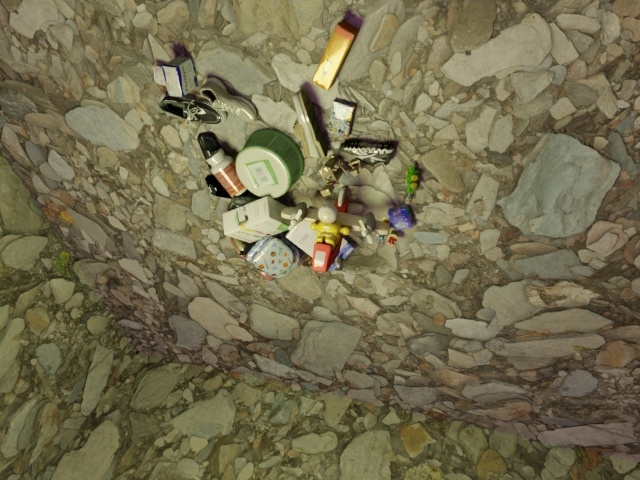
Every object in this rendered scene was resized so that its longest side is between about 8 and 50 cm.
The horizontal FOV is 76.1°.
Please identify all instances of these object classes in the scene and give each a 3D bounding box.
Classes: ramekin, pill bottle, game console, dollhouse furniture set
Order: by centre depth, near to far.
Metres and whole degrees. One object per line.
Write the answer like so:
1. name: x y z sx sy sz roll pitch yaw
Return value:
1. dollhouse furniture set: 0.082 -0.297 1.754 0.160 0.182 0.101 -14 122 32
2. ramekin: -0.240 -0.341 1.879 0.303 0.148 0.304 12 132 14
3. pill bottle: -0.440 -0.323 1.949 0.121 0.121 0.216 -17 121 34
4. game console: -0.502 -0.365 2.047 0.213 0.044 0.362 1 129 21

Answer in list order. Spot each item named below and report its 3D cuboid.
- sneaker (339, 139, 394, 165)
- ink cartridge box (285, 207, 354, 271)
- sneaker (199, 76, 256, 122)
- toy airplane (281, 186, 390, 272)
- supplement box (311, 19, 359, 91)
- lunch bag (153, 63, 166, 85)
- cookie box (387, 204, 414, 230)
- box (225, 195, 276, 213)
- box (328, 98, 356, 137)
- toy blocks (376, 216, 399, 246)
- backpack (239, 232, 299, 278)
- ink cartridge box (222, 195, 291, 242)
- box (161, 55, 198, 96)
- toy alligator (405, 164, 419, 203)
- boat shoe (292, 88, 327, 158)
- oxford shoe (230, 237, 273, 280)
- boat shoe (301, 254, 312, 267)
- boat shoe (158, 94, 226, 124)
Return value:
1. sneaker: 0.192 -0.361 1.725 0.234 0.078 0.106 8 129 15
2. ink cartridge box: 0.000 0.000 2.086 0.311 0.065 0.186 39 106 -9
3. sneaker: -0.403 -0.582 1.759 0.262 0.121 0.099 33 134 -7
4. toy airplane: 0.059 -0.088 1.819 0.385 0.385 0.272 -29 150 -6
5. supplement box: 0.052 -0.678 1.512 0.078 0.080 0.233 31 132 -3
6. lunch bag: -0.693 -0.729 1.806 0.071 0.053 0.083 16 124 7
7. cookie box: 0.373 -0.105 1.894 0.091 0.040 0.107 -9 125 30
8. box: -0.349 -0.158 2.047 0.220 0.051 0.175 1 159 -26
9. box: 0.087 -0.502 1.683 0.093 0.027 0.137 20 134 8
10. toy blocks: 0.313 -0.022 1.918 0.054 0.148 0.123 -27 114 38
11. backpack: -0.243 0.068 2.174 0.276 0.213 0.263 -46 123 11
12. ink cartridge box: -0.305 -0.095 1.985 0.278 0.117 0.201 -17 159 26
13. box: -0.592 -0.695 1.731 0.072 0.137 0.126 12 132 13
14. toy alligator: 0.399 -0.244 1.759 0.051 0.056 0.190 -18 131 -15
15. boat shoe: -0.065 -0.474 1.714 0.103 0.113 0.303 -7 127 21
16. oxford shoe: -0.361 0.071 2.339 0.348 0.123 0.130 43 106 -14
17. boat shoe: -0.031 0.106 2.231 0.206 0.073 0.073 -28 118 40
18. boat shoe: -0.580 -0.583 1.845 0.306 0.105 0.113 22 134 4
